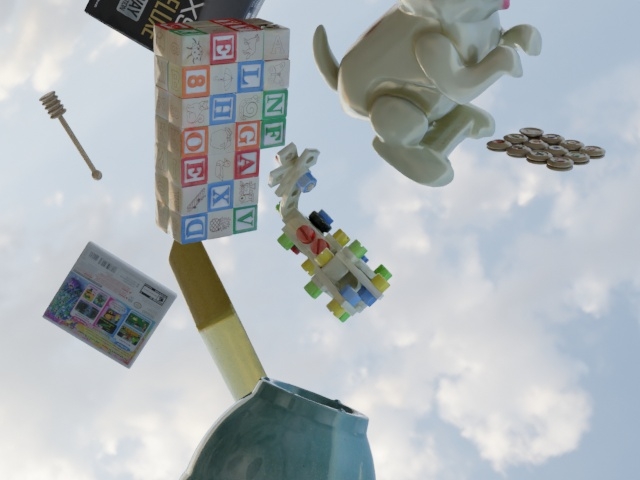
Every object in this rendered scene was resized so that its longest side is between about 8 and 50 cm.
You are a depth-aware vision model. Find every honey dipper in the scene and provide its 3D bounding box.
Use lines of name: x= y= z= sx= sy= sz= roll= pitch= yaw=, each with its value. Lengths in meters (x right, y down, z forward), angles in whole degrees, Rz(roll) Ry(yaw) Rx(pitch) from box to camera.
honey dipper: x=-0.392 y=-0.163 z=1.716 sx=0.030 sy=0.161 sz=0.030 roll=-25 pitch=-157 yaw=11

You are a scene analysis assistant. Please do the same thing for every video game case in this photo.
video game case: x=-0.321 y=0.099 z=1.643 sx=0.143 sy=0.157 sz=0.019 roll=-56 pitch=-171 yaw=13

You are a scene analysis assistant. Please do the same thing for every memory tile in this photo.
memory tile: x=0.320 y=-0.131 z=1.534 sx=0.113 sy=0.012 sz=0.148 roll=-19 pitch=-151 yaw=-36

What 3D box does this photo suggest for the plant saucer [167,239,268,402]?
plant saucer: x=-0.192 y=0.165 z=2.078 sx=0.081 sy=0.333 sz=0.333 roll=-25 pitch=-141 yaw=-6

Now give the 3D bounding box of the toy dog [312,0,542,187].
toy dog: x=0.200 y=-0.375 z=1.890 sx=0.395 sy=0.408 sz=0.284 roll=36 pitch=-136 yaw=21

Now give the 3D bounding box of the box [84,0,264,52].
box: x=-0.199 y=-0.440 z=1.716 sx=0.307 sy=0.242 sz=0.076 roll=-60 pitch=175 yaw=13

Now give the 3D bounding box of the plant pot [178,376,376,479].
plant pot: x=-0.040 y=0.318 z=1.576 sx=0.293 sy=0.293 sz=0.196 roll=18 pitch=-93 yaw=48

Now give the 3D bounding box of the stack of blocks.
stack of blocks: x=-0.142 y=-0.158 z=1.536 sx=0.171 sy=0.297 sz=0.087 roll=-11 pitch=-154 yaw=-33

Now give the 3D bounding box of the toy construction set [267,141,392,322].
toy construction set: x=0.000 y=0.000 z=1.827 sx=0.151 sy=0.215 sz=0.328 roll=-31 pitch=-110 yaw=10
